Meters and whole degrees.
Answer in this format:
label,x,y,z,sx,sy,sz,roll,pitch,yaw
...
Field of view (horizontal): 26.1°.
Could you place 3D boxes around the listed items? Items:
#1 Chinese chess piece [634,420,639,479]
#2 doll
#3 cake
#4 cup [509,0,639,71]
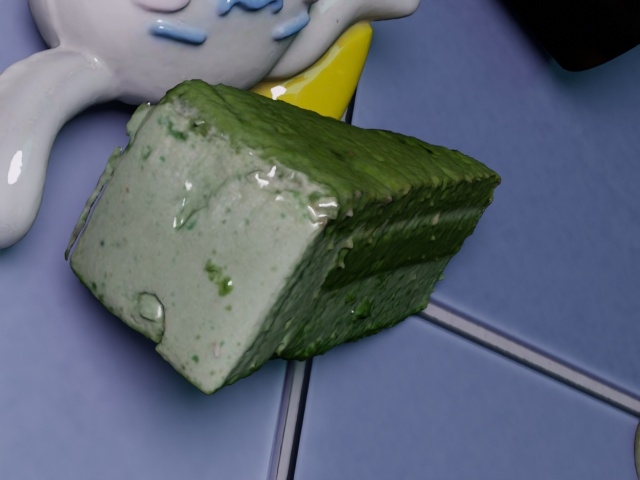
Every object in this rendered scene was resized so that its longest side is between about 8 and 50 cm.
label,x,y,z,sx,sy,sz,roll,pitch,yaw
Chinese chess piece,0.222,0.129,0.818,0.084,0.034,0.084,12,68,-33
doll,-0.054,-0.123,0.620,0.252,0.111,0.237,-9,108,-45
cake,0.018,0.009,0.617,0.235,0.100,0.099,10,25,-48
cup,0.141,-0.223,0.826,0.166,0.239,0.177,-45,103,4
